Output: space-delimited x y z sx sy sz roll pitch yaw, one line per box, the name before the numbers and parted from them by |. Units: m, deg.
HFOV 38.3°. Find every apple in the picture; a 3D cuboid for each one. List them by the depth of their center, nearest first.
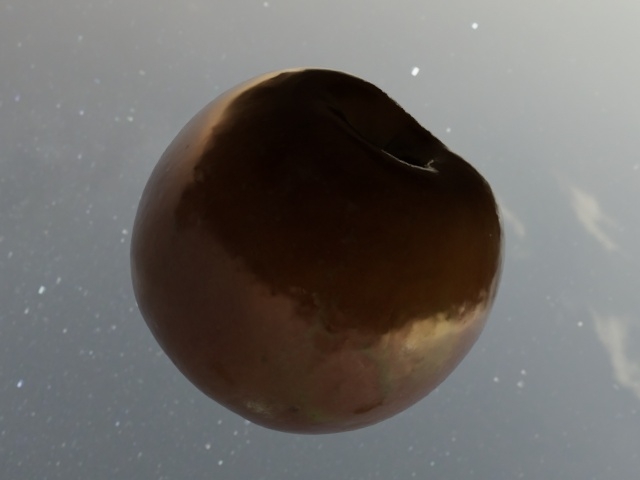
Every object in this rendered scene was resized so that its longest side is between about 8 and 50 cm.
apple | 0.000 0.000 0.634 0.253 0.253 0.253 24 -149 -15
